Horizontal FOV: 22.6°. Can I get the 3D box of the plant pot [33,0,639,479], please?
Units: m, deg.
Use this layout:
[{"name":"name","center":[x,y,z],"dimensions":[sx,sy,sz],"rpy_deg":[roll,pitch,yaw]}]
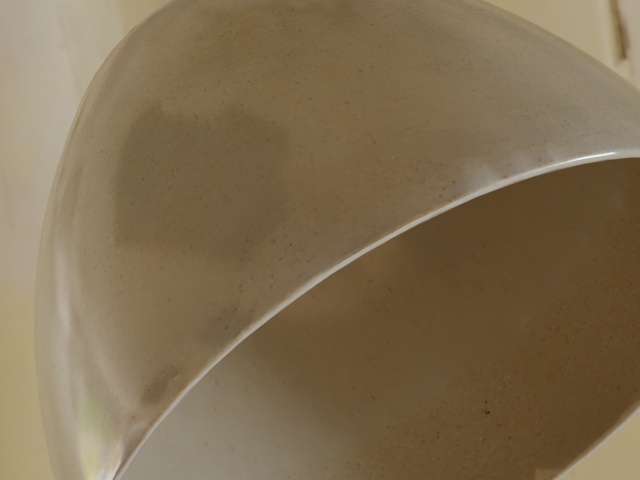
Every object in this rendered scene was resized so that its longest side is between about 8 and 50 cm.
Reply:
[{"name":"plant pot","center":[0.000,0.000,0.653],"dimensions":[0.284,0.284,0.191],"rpy_deg":[-19,-124,-22]}]
